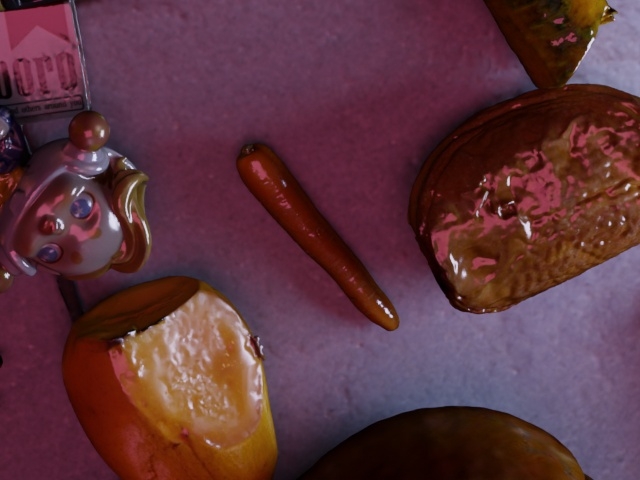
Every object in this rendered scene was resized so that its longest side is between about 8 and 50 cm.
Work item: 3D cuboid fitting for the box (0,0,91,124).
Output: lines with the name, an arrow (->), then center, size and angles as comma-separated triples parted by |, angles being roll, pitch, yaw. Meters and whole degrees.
box -> -0.311, -0.163, 1.711 | 0.177, 0.036, 0.115 | -8, 110, -2

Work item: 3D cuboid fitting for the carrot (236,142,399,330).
carrot -> 0.000, 0.000, 1.789 | 0.043, 0.043, 0.248 | -38, 109, 8

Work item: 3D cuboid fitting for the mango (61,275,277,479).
mango -> -0.140, 0.169, 1.788 | 0.187, 0.138, 0.257 | -23, 114, -16

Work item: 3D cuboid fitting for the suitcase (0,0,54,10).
suitcase -> -0.225, -0.291, 1.568 | 0.193, 0.235, 0.143 | -12, 109, 0

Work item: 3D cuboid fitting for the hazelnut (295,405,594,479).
hazelnut -> 0.106, 0.378, 1.769 | 0.429, 0.402, 0.402 | -29, 109, 0

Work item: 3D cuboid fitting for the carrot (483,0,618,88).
carrot -> 0.171, -0.283, 1.668 | 0.114, 0.114, 0.302 | -32, 110, 6

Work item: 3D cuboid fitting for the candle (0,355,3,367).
candle -> -0.435, 0.205, 1.815 | 0.301, 0.059, 0.084 | -37, 95, 6

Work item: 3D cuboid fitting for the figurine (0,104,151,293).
figurine -> -0.289, -0.048, 1.695 | 0.274, 0.133, 0.194 | 9, 111, -10

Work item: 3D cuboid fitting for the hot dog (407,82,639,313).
hot dog -> 0.220, -0.044, 1.751 | 0.272, 0.122, 0.196 | -29, 110, 1
